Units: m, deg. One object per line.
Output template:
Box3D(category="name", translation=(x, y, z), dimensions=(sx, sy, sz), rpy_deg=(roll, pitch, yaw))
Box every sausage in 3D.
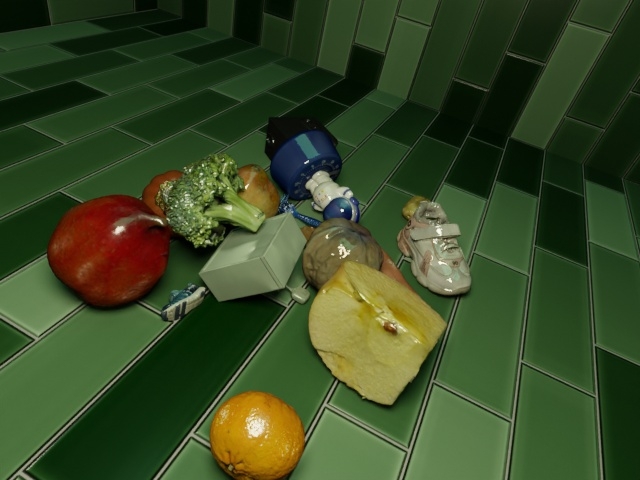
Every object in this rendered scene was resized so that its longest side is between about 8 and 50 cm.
Box3D(category="sausage", translation=(0.222, 0.129, 1.399), dimensions=(0.094, 0.094, 0.419), rpy_deg=(34, 17, -46))

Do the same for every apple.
Box3D(category="apple", translation=(0.137, 0.213, 1.127), dimensions=(0.309, 0.252, 0.314), rpy_deg=(35, 68, 20))

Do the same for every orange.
Box3D(category="orange", translation=(-0.129, 0.396, 0.885), dimensions=(0.193, 0.193, 0.161), rpy_deg=(22, 43, 9))

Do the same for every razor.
Box3D(category="razor", translation=(-0.029, -0.071, 1.559), dimensions=(0.324, 0.056, 0.093), rpy_deg=(27, 80, 32))

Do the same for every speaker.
Box3D(category="speaker", translation=(-0.086, -0.399, 1.882), dimensions=(0.232, 0.184, 0.254), rpy_deg=(-8, 42, -27))

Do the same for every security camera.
Box3D(category="security camera", translation=(-0.078, 0.154, 1.318), dimensions=(0.092, 0.058, 0.058), rpy_deg=(36, 42, 8))

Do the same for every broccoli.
Box3D(category="broccoli", translation=(-0.305, -0.103, 1.245), dimensions=(0.235, 0.260, 0.288), rpy_deg=(0, 58, 42))

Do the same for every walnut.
Box3D(category="walnut", translation=(0.061, 0.059, 1.330), dimensions=(0.249, 0.248, 0.248), rpy_deg=(9, 39, -7))

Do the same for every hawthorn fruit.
Box3D(category="hawthorn fruit", translation=(-0.531, 0.020, 1.129), dimensions=(0.295, 0.311, 0.294), rpy_deg=(11, 57, -18))

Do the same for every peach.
Box3D(category="peach", translation=(-0.238, -0.146, 1.484), dimensions=(0.214, 0.235, 0.214), rpy_deg=(10, 48, -11))

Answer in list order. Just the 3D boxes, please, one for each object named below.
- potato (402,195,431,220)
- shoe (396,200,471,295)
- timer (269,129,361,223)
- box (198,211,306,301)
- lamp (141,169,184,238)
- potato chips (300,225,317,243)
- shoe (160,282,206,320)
Box3D(category="potato", translation=(0.394, -0.128, 1.784), dimensions=(0.107, 0.080, 0.170), rpy_deg=(24, 39, 31))
Box3D(category="shoe", translation=(0.391, 0.021, 1.501), dimensions=(0.172, 0.198, 0.351), rpy_deg=(-9, 43, -25))
Box3D(category="timer", translation=(0.014, -0.188, 1.629), dimensions=(0.270, 0.270, 0.383), rpy_deg=(-17, 60, -34))
Box3D(category="box", translation=(-0.186, 0.049, 1.274), dimensions=(0.225, 0.117, 0.225), rpy_deg=(-15, 29, 27))
Box3D(category="lamp", translation=(-0.452, -0.114, 1.404), dimensions=(0.223, 0.196, 0.223), rpy_deg=(2, 78, -11))
Box3D(category="potato chips", translation=(0.000, 0.000, 1.516), dimensions=(0.202, 0.049, 0.150), rpy_deg=(13, 17, -3))
Box3D(category="shoe", translation=(-0.376, 0.161, 1.196), dimensions=(0.071, 0.063, 0.143), rpy_deg=(30, 38, 17))
